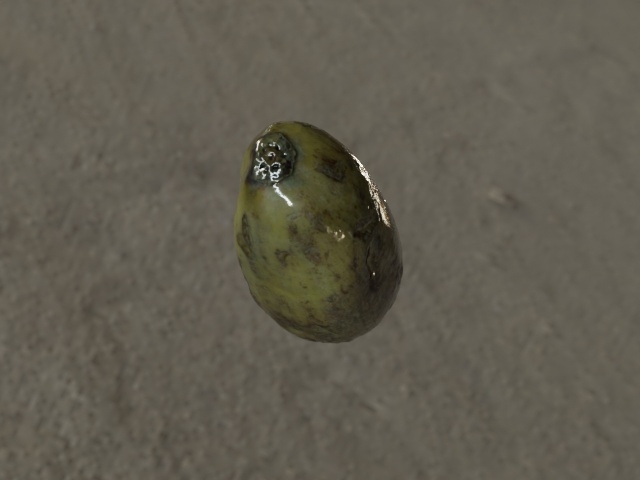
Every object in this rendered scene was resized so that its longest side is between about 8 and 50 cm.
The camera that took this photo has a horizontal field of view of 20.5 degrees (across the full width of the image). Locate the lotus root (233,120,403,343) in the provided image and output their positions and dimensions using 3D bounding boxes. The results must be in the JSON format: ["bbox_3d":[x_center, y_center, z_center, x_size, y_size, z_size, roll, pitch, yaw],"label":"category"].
[{"bbox_3d":[0.000,0.000,0.927,0.080,0.089,0.179,0,-25,11],"label":"lotus root"}]
